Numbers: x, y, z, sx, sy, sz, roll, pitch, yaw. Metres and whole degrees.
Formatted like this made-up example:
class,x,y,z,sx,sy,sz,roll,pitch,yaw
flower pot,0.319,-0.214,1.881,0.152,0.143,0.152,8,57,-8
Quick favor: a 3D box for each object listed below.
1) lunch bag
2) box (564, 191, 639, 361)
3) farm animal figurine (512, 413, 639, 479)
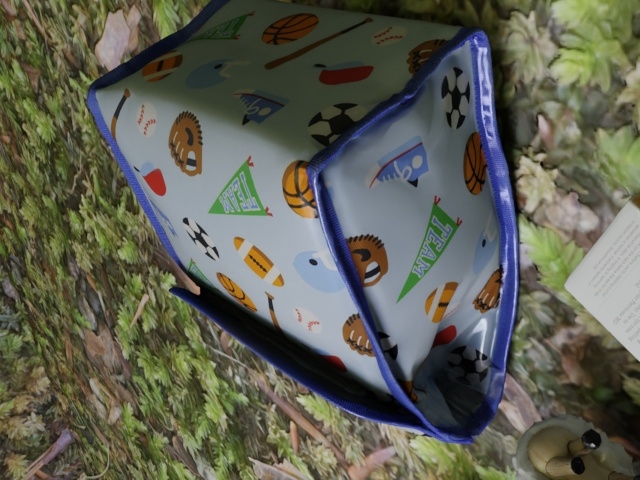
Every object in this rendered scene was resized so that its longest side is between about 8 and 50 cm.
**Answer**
class,x,y,z,sx,sy,sz,roll,pitch,yaw
lunch bag,0.000,0.000,0.802,0.327,0.239,0.386,25,147,42
box,0.270,0.037,0.541,0.170,0.130,0.091,47,143,21
farm animal figurine,0.233,0.350,0.658,0.326,0.330,0.172,32,161,9
